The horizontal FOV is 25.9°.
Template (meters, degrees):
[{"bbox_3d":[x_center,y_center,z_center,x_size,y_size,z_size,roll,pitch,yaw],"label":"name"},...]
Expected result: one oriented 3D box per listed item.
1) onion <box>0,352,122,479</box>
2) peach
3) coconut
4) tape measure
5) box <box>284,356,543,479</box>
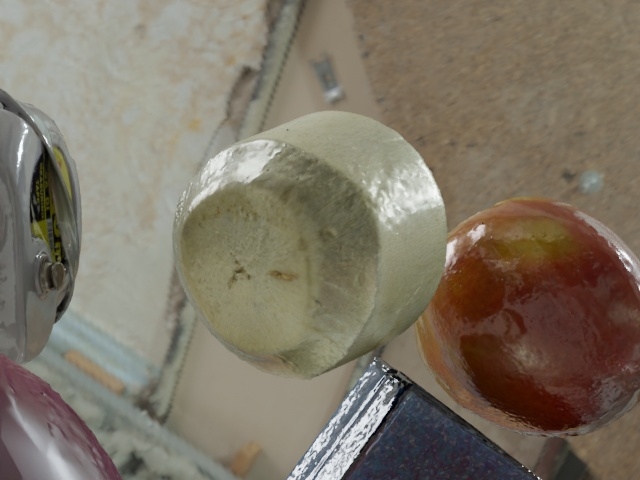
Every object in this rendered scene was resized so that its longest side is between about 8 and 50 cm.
[{"bbox_3d":[-0.261,0.194,0.663,0.385,0.347,0.348,9,-69,47],"label":"onion"},{"bbox_3d":[0.232,0.090,1.500,0.281,0.238,0.281,5,-78,25],"label":"peach"},{"bbox_3d":[0.000,0.000,1.323,0.237,0.266,0.237,10,-69,26],"label":"coconut"},{"bbox_3d":[-0.269,-0.017,1.190,0.120,0.197,0.236,-2,-85,9],"label":"tape measure"},{"bbox_3d":[0.094,0.306,1.411,0.279,0.116,0.261,38,-92,-24],"label":"box"}]
